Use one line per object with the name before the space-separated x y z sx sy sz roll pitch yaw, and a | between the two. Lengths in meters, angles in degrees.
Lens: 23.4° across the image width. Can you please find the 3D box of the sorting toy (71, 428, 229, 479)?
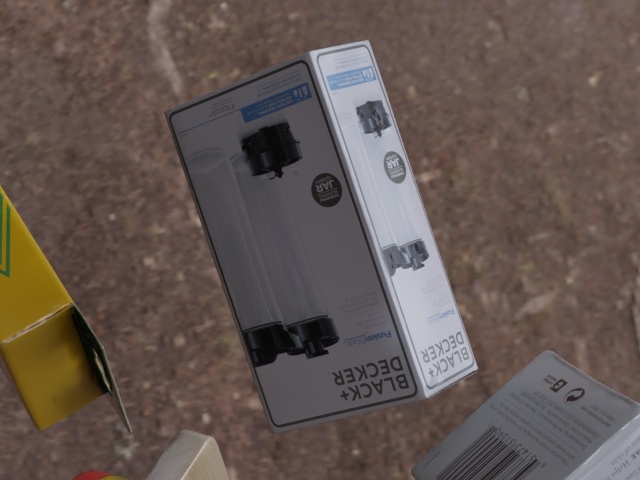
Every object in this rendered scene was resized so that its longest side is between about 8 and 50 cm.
sorting toy | -0.144 0.288 1.022 0.255 0.089 0.257 -55 147 -35

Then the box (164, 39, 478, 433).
box | 0.000 0.000 1.274 0.087 0.169 0.290 -21 94 -54

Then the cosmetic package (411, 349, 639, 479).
cosmetic package | 0.198 0.213 1.177 0.151 0.151 0.184 -41 114 -7

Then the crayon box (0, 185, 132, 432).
crayon box | -0.309 0.045 1.514 0.083 0.203 0.323 -30 64 -15
